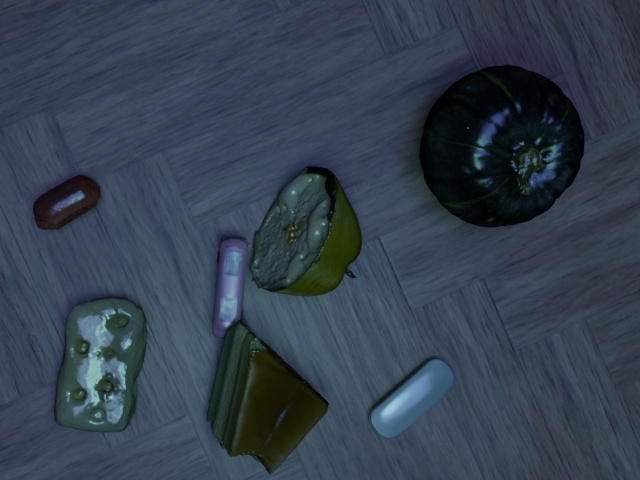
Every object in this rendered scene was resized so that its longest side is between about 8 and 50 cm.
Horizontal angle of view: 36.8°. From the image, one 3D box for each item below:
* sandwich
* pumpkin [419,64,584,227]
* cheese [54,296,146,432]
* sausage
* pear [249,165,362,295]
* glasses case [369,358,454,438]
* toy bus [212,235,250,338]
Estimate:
[{"bbox_3d":[-0.136,0.300,1.819,0.198,0.155,0.227,-47,121,-6],"label":"sandwich"},{"bbox_3d":[0.354,-0.182,1.877,0.323,0.241,0.324,-3,102,-16],"label":"pumpkin"},{"bbox_3d":[-0.423,0.238,1.857,0.159,0.093,0.263,8,88,-8],"label":"cheese"},{"bbox_3d":[-0.493,-0.074,1.864,0.141,0.076,0.076,-29,92,-6],"label":"sausage"},{"bbox_3d":[-0.002,0.002,1.876,0.178,0.267,0.267,26,86,-37],"label":"pear"},{"bbox_3d":[0.185,0.319,1.945,0.197,0.049,0.076,-41,94,-6],"label":"glasses case"},{"bbox_3d":[-0.177,0.092,1.888,0.063,0.090,0.203,5,88,-6],"label":"toy bus"}]
